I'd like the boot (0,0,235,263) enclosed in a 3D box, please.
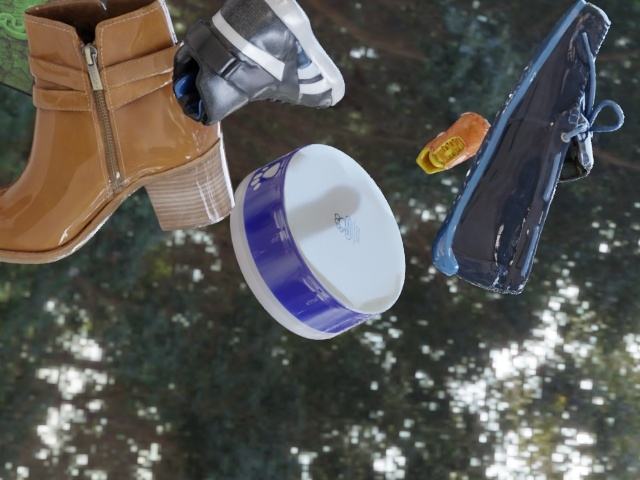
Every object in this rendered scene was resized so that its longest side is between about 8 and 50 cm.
[{"bbox_3d":[-0.230,-0.098,1.139,0.109,0.283,0.220,-74,153,-52],"label":"boot"}]

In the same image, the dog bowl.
[{"bbox_3d":[0.000,0.000,1.823,0.104,0.265,0.265,-27,-121,34],"label":"dog bowl"}]

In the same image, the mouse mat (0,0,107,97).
[{"bbox_3d":[-0.300,-0.222,1.390,0.007,0.189,0.153,-28,-133,54],"label":"mouse mat"}]

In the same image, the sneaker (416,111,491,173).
[{"bbox_3d":[0.194,-0.131,1.817,0.067,0.064,0.175,-45,-178,-23],"label":"sneaker"}]

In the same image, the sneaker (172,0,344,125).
[{"bbox_3d":[-0.059,-0.136,1.049,0.121,0.217,0.079,-40,-109,1],"label":"sneaker"}]

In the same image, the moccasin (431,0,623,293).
[{"bbox_3d":[0.236,-0.095,1.376,0.342,0.116,0.138,-61,179,-10],"label":"moccasin"}]
